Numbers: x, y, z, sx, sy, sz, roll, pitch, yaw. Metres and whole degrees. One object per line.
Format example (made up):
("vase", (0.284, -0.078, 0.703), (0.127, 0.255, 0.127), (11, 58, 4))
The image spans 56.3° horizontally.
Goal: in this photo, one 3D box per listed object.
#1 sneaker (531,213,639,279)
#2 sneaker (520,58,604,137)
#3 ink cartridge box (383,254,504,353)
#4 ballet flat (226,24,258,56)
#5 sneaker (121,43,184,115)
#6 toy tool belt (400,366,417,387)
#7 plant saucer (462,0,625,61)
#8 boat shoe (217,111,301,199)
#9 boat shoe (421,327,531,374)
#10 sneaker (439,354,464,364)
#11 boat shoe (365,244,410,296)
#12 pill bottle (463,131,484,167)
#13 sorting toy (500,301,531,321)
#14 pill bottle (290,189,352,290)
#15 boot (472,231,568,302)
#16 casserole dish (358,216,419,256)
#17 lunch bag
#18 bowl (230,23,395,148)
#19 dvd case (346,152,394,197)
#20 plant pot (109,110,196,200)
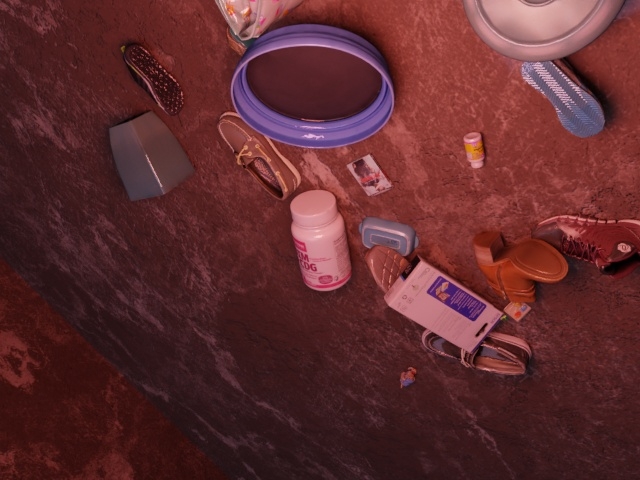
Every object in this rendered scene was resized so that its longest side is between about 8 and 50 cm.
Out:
("sneaker", (0.649, 0.020, 1.450), (0.281, 0.162, 0.106), (-1, 127, 30))
("sneaker", (0.524, -0.319, 1.269), (0.228, 0.092, 0.087), (46, 134, -11))
("ink cartridge box", (0.363, 0.190, 1.747), (0.333, 0.065, 0.165), (32, 102, -20))
("ballet flat", (-0.161, -0.477, 1.549), (0.206, 0.073, 0.067), (45, 162, -10))
("sneaker", (-0.487, -0.469, 1.738), (0.097, 0.084, 0.234), (6, 134, 58))
("toy tool belt", (0.315, 0.496, 2.145), (0.052, 0.051, 0.083), (34, 136, -2))
("plant saucer", (0.420, -0.502, 1.139), (0.318, 0.044, 0.317), (12, 116, 25))
("boat shoe", (-0.187, -0.244, 1.739), (0.305, 0.091, 0.109), (44, 135, -13))
("boat shoe", (0.475, 0.335, 1.848), (0.335, 0.119, 0.121), (5, 115, 20))
("sneaker", (0.450, 0.376, 1.971), (0.158, 0.061, 0.065), (23, 158, 14))
("boat shoe", (0.232, 0.141, 1.817), (0.324, 0.123, 0.116), (51, 161, -23))
("pill bottle", (0.380, -0.222, 1.473), (0.043, 0.043, 0.083), (0, 128, 29))
("sorting toy", (0.568, 0.211, 1.748), (0.062, 0.012, 0.083), (37, 105, -8))
("pill bottle", (0.000, 0.000, 1.802), (0.160, 0.160, 0.283), (7, 131, 24))
("boot", (0.538, 0.101, 1.582), (0.283, 0.109, 0.220), (17, 146, 47))
("casserole dish", (0.197, -0.006, 1.775), (0.188, 0.037, 0.114), (14, 134, 17))
("lunch bag", (-0.124, -0.595, 1.297), (0.160, 0.223, 0.262), (20, 137, 21))
("bowl", (-0.017, -0.360, 1.435), (0.391, 0.077, 0.391), (3, 155, 2))
("dvd case", (0.139, -0.181, 1.669), (0.087, 0.013, 0.119), (-20, 117, 40))
("plant pot", (-0.541, -0.272, 1.870), (0.166, 0.165, 0.234), (-6, 116, 34))
